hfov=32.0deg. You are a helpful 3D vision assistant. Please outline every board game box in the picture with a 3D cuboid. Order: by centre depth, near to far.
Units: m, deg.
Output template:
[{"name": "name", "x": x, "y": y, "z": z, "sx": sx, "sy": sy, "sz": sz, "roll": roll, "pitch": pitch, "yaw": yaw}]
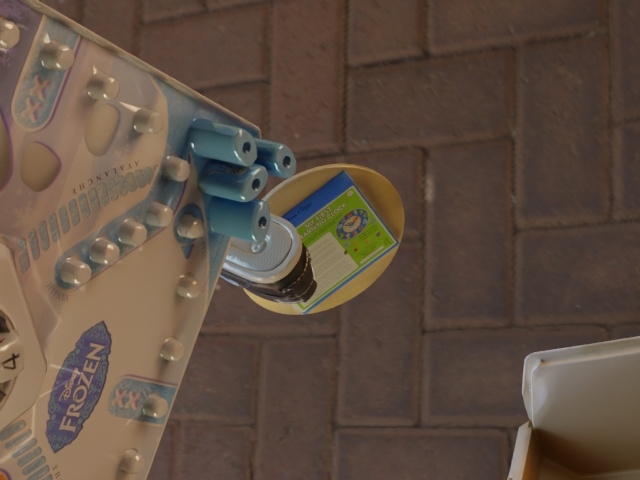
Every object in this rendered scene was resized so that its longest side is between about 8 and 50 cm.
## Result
[{"name": "board game box", "x": -0.187, "y": 0.068, "z": 0.571, "sx": 0.050, "sy": 0.390, "sz": 0.389, "roll": 17, "pitch": 86, "yaw": 34}]

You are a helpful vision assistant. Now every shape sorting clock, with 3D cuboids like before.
[{"name": "shape sorting clock", "x": 0.000, "y": 0.000, "z": 1.271, "sx": 0.206, "sy": 0.206, "sz": 0.040, "roll": -45, "pitch": 46, "yaw": 12}]

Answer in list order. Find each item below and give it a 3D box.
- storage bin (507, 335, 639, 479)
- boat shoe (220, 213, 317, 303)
[{"name": "storage bin", "x": 0.247, "y": 0.175, "z": 0.764, "sx": 0.260, "sy": 0.262, "sz": 0.123, "roll": -11, "pitch": 110, "yaw": 22}, {"name": "boat shoe", "x": -0.100, "y": -0.008, "z": 1.050, "sx": 0.233, "sy": 0.079, "sz": 0.084, "roll": 29, "pitch": 80, "yaw": 34}]
